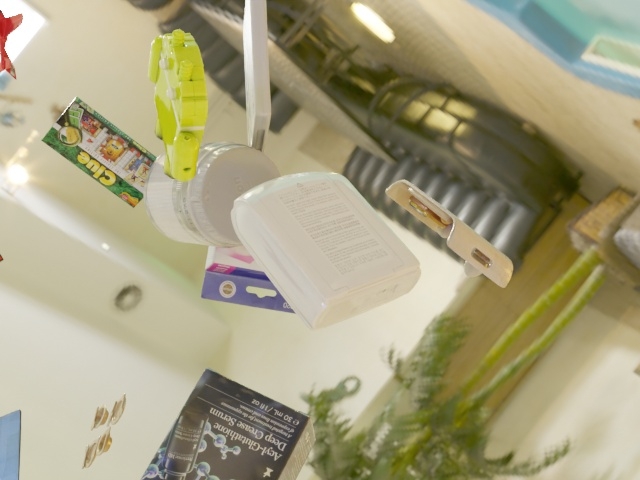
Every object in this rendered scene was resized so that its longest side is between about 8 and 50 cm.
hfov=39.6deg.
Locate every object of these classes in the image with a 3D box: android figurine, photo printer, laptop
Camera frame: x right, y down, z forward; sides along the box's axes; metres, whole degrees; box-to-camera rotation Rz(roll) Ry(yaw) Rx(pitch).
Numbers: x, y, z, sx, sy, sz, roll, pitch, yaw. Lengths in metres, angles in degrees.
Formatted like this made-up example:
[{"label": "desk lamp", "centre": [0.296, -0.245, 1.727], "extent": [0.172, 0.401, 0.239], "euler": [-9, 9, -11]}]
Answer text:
[{"label": "android figurine", "centre": [-0.237, -0.227, 1.469], "extent": [0.273, 0.056, 0.248], "euler": [116, 143, -58]}, {"label": "photo printer", "centre": [0.000, 0.000, 1.628], "extent": [0.256, 0.107, 0.307], "euler": [-19, -123, -37]}, {"label": "laptop", "centre": [-0.972, 0.640, 2.214], "extent": [0.236, 0.382, 0.408], "euler": [67, -163, 2]}]

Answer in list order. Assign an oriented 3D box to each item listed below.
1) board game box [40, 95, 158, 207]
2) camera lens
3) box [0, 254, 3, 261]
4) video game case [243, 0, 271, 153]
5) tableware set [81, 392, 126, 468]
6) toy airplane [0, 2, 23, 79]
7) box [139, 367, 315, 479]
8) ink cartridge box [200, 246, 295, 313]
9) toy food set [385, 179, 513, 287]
[{"label": "board game box", "centre": [-0.485, -0.196, 2.011], "extent": [0.260, 0.136, 0.030], "euler": [37, -152, -20]}, {"label": "camera lens", "centre": [-0.231, -0.098, 1.885], "extent": [0.219, 0.219, 0.274], "euler": [39, 161, -31]}, {"label": "box", "centre": [-0.637, 0.079, 1.418], "extent": [0.044, 0.233, 0.159], "euler": [61, -143, -12]}, {"label": "video game case", "centre": [-0.135, -0.362, 1.868], "extent": [0.036, 0.329, 0.300], "euler": [-2, 167, -7]}, {"label": "tableware set", "centre": [-0.462, 0.404, 1.886], "extent": [0.020, 0.141, 0.169], "euler": [28, 142, -23]}, {"label": "toy airplane", "centre": [-0.617, -0.386, 1.725], "extent": [0.028, 0.151, 0.151], "euler": [-10, -142, -44]}, {"label": "box", "centre": [-0.232, 0.561, 2.137], "extent": [0.293, 0.395, 0.212], "euler": [22, 155, 15]}, {"label": "ink cartridge box", "centre": [-0.120, 0.013, 2.274], "extent": [0.324, 0.330, 0.071], "euler": [11, 174, -23]}, {"label": "toy food set", "centre": [0.292, -0.015, 2.067], "extent": [0.220, 0.092, 0.306], "euler": [33, -173, -34]}]
